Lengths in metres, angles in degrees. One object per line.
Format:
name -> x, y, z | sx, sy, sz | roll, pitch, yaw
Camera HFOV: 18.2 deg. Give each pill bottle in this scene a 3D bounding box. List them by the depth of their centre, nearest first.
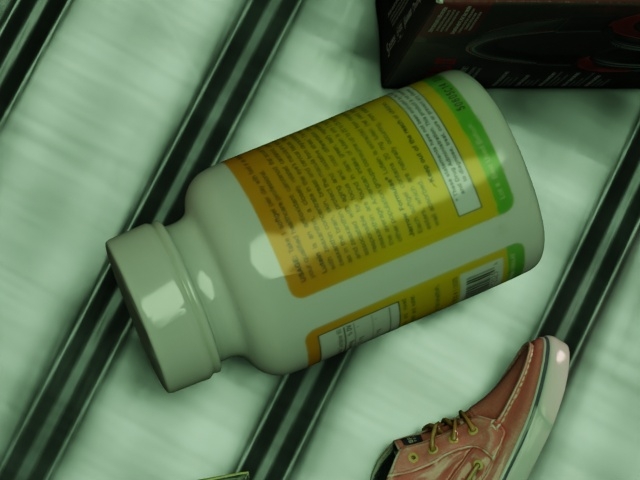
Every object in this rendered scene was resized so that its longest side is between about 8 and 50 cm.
pill bottle -> 0.000, 0.000, 1.222 | 0.245, 0.136, 0.136 | -23, 84, -9

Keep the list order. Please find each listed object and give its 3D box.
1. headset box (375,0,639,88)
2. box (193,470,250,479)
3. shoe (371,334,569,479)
headset box -> 0.163, -0.167, 1.226 | 0.293, 0.218, 0.110 | 0, 81, -7
box -> -0.064, 0.262, 1.214 | 0.087, 0.058, 0.232 | -9, 83, -9
shoe -> 0.088, 0.130, 1.249 | 0.081, 0.063, 0.178 | 26, 84, -7
